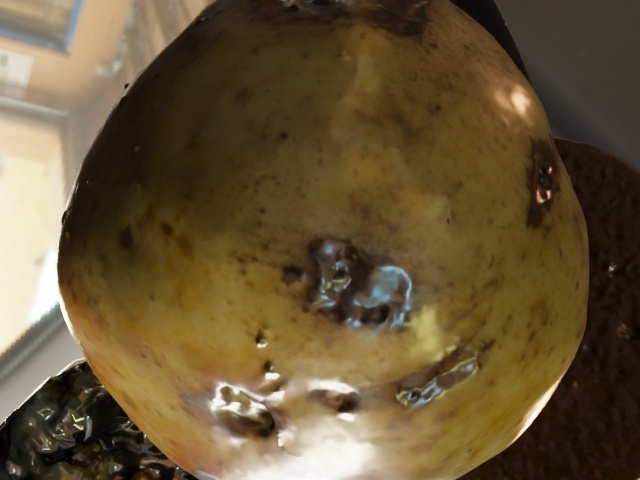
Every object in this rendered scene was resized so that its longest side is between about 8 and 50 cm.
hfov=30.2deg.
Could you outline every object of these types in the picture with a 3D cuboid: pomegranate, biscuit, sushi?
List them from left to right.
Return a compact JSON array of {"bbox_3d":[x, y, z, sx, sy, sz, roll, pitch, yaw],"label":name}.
[{"bbox_3d":[-0.146,0.197,0.826,0.213,0.200,0.204,-49,-178,-16],"label":"sushi"},{"bbox_3d":[0.000,0.000,0.621,0.281,0.281,0.281,-167,-90,-71],"label":"pomegranate"},{"bbox_3d":[0.201,0.085,1.198,0.070,0.351,0.394,49,47,-64],"label":"biscuit"}]

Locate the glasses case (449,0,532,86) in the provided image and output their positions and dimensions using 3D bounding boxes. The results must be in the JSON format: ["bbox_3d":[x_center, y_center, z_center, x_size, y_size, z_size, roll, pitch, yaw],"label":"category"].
[{"bbox_3d":[0.090,-0.155,0.911,0.067,0.266,0.103,16,-122,48],"label":"glasses case"}]
